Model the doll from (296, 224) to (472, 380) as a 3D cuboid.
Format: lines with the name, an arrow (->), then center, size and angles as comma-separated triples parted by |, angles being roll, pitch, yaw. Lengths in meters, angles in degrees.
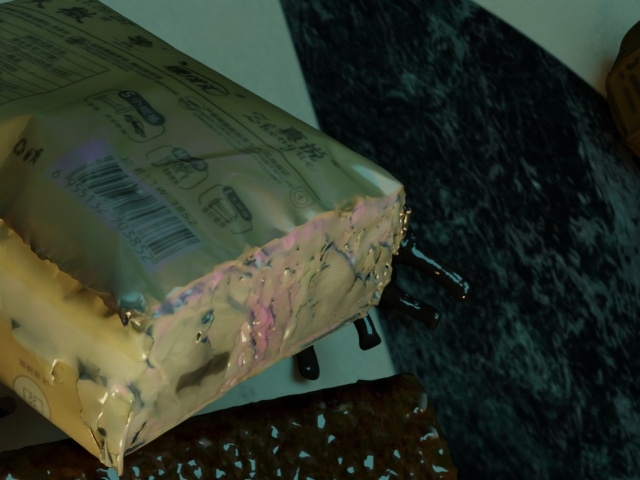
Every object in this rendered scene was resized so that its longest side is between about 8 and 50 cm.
doll -> 0.000, 0.000, 0.952 | 0.139, 0.057, 0.165 | -25, 77, -43

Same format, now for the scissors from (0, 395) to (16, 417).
scissors -> -0.204, 0.086, 0.752 | 0.113, 0.012, 0.039 | -20, 78, -45

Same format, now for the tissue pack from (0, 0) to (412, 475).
tissue pack -> -0.116, -0.027, 0.757 | 0.257, 0.123, 0.215 | 34, 38, 24

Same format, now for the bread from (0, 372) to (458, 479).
bread -> -0.099, 0.173, 0.716 | 0.416, 0.113, 0.165 | -5, 67, -41

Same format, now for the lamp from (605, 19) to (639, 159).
lamp -> 0.333, -0.139, 1.225 | 0.161, 0.185, 0.161 | 23, 49, -29
